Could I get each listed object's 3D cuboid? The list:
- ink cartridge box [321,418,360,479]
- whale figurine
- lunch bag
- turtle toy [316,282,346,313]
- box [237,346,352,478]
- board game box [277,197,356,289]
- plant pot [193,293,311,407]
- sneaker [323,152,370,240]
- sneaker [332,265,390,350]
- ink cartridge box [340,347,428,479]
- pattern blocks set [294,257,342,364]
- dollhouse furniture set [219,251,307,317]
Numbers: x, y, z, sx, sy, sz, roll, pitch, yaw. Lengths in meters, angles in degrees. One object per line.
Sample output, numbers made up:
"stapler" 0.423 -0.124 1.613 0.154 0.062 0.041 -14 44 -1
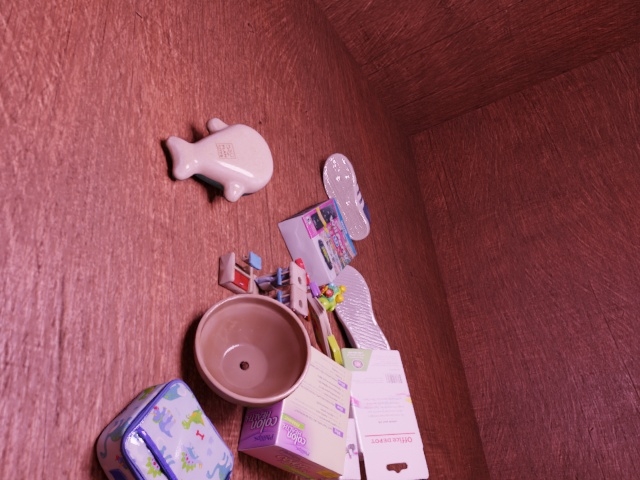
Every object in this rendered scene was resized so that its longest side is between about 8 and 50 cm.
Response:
"ink cartridge box" 0.046 0.554 1.240 0.061 0.104 0.181 10 56 -23
"whale figurine" -0.250 -0.187 1.191 0.272 0.141 0.216 -10 80 -42
"lunch bag" -0.244 0.357 0.796 0.219 0.090 0.176 64 27 -11
"turtle toy" 0.023 0.181 1.529 0.066 0.095 0.130 41 30 -11
"box" -0.046 0.378 1.106 0.213 0.117 0.243 40 41 -33
"board game box" 0.000 0.000 1.599 0.224 0.097 0.303 68 22 -7
"plant pot" -0.146 0.237 1.012 0.237 0.110 0.237 12 49 -15
"sneaker" 0.108 -0.175 1.954 0.148 0.131 0.350 -39 113 -73
"sneaker" 0.118 0.267 1.661 0.150 0.135 0.366 104 -30 -69
"ink cartridge box" 0.149 0.490 1.364 0.207 0.119 0.353 9 52 -27
"pattern blocks set" 0.003 0.234 1.319 0.285 0.026 0.325 -125 -158 -56
"dollhouse furniture set" -0.133 0.112 1.172 0.184 0.129 0.129 42 36 -50
